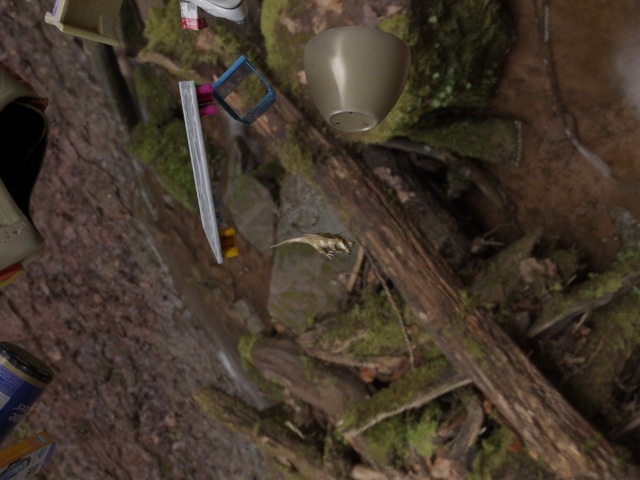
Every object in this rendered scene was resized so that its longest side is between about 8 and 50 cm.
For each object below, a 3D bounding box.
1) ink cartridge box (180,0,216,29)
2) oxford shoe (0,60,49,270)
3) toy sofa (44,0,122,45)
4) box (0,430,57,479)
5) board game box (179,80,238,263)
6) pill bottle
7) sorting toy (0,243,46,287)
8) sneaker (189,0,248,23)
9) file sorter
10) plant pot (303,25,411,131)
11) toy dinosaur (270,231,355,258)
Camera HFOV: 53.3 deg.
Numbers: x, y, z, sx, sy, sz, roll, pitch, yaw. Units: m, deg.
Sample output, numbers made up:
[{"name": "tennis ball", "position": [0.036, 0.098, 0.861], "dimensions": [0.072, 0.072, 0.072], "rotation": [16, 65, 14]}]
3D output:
[{"name": "ink cartridge box", "position": [-0.341, -0.664, 1.773], "dimensions": [0.056, 0.099, 0.135], "rotation": [13, 122, 20]}, {"name": "oxford shoe", "position": [-0.291, -0.108, 0.541], "dimensions": [0.123, 0.130, 0.348], "rotation": [83, 170, -61]}, {"name": "toy sofa", "position": [-0.532, -0.668, 1.514], "dimensions": [0.177, 0.150, 0.362], "rotation": [41, 116, 37]}, {"name": "box", "position": [-0.456, 0.333, 0.936], "dimensions": [0.028, 0.136, 0.081], "rotation": [41, 119, 16]}, {"name": "board game box", "position": [-0.269, -0.181, 1.510], "dimensions": [0.390, 0.050, 0.389], "rotation": [-138, 39, -70]}, {"name": "pill bottle", "position": [-0.605, 0.303, 1.164], "dimensions": [0.123, 0.219, 0.123], "rotation": [34, 166, 10]}, {"name": "sorting toy", "position": [-0.480, 0.061, 0.855], "dimensions": [0.038, 0.208, 0.193], "rotation": [51, 173, 3]}, {"name": "sneaker", "position": [-0.267, -0.553, 1.417], "dimensions": [0.235, 0.090, 0.095], "rotation": [32, 173, 12]}, {"name": "file sorter", "position": [-0.177, -0.344, 1.495], "dimensions": [0.104, 0.118, 0.170], "rotation": [46, -174, -4]}, {"name": "plant pot", "position": [0.091, -0.396, 1.660], "dimensions": [0.284, 0.284, 0.190], "rotation": [154, 123, -64]}, {"name": "toy dinosaur", "position": [0.000, 0.000, 1.201], "dimensions": [0.183, 0.053, 0.093], "rotation": [2, 168, 41]}]
